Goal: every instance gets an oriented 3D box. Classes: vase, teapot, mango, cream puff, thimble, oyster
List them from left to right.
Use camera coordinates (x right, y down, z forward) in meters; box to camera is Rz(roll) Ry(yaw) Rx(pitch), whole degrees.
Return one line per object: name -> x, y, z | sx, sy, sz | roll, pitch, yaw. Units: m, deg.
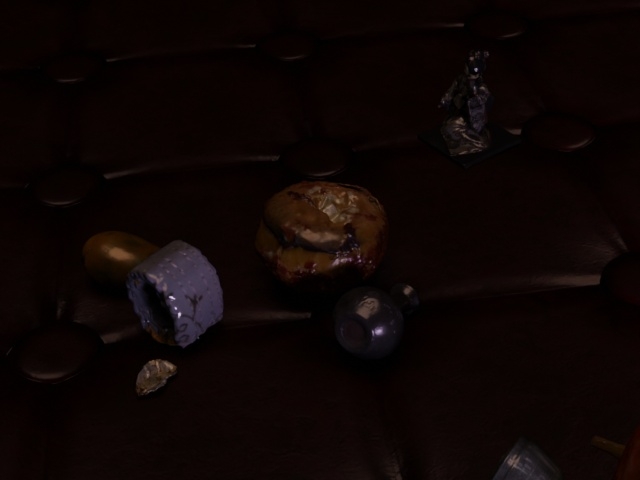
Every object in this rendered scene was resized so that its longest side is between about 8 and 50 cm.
mango -> -0.334, 0.038, 2.086 | 0.163, 0.090, 0.111 | 19, 40, 15
oyster -> -0.263, 0.218, 1.892 | 0.054, 0.019, 0.083 | 16, 38, 22
thimble -> -0.233, 0.086, 1.958 | 0.127, 0.151, 0.118 | 13, 38, 40
cream puff -> 0.001, 0.000, 2.055 | 0.240, 0.164, 0.240 | 10, 30, -6
vase -> 0.097, 0.120, 1.938 | 0.120, 0.120, 0.183 | 18, 23, 26
teapot -> 0.275, 0.342, 1.614 | 0.108, 0.111, 0.149 | 31, 41, 18

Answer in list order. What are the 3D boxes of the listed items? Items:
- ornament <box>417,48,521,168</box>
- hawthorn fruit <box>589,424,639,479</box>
ornament -> 0.292, -0.283, 2.392 | 0.153, 0.196, 0.166 | -24, 40, -27
hawthorn fruit -> 0.474, 0.313, 1.493 | 0.287, 0.287, 0.330 | -31, 36, -33
